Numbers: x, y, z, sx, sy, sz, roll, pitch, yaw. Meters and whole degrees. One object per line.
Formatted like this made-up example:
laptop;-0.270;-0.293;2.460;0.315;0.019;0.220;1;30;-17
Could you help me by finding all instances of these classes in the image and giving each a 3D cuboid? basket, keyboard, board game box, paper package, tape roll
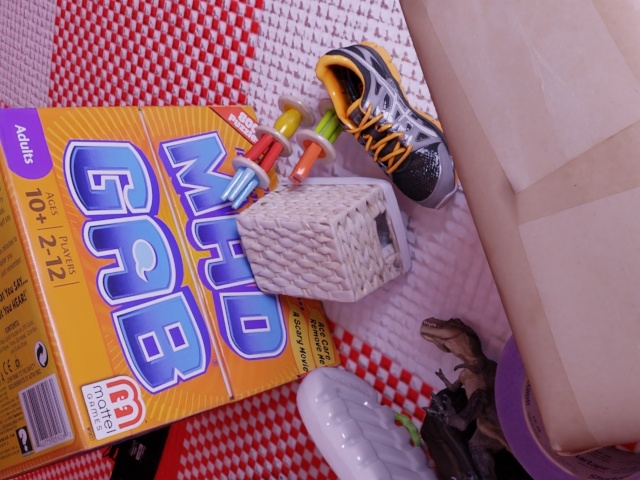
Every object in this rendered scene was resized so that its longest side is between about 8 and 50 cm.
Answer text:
basket;0.000;0.000;0.921;0.167;0.103;0.113;4;120;44
keyboard;-0.299;0.332;1.352;0.100;0.038;0.192;28;117;12
board game box;-0.264;0.068;1.033;0.356;0.356;0.356;-28;78;44
paper package;0.244;-0.059;0.546;0.168;0.309;0.325;-26;78;46
tape roll;0.257;0.141;0.732;0.189;0.080;0.189;9;103;42

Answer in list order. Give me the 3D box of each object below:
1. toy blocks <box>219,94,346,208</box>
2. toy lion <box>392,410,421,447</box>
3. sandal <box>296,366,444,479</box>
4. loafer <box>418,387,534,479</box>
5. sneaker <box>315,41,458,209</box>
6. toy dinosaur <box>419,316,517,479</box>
toy blocks;-0.041;-0.094;0.938;0.123;0.054;0.148;14;62;43
toy lion;0.071;0.238;0.968;0.100;0.034;0.096;41;116;32
sandal;0.085;0.316;0.844;0.102;0.169;0.416;-48;50;23
loafer;0.174;0.259;0.846;0.220;0.080;0.078;64;146;23
sneaker;0.066;-0.120;0.870;0.084;0.083;0.215;-48;66;36
toy dinosaur;0.164;0.186;0.803;0.268;0.118;0.064;60;137;19
